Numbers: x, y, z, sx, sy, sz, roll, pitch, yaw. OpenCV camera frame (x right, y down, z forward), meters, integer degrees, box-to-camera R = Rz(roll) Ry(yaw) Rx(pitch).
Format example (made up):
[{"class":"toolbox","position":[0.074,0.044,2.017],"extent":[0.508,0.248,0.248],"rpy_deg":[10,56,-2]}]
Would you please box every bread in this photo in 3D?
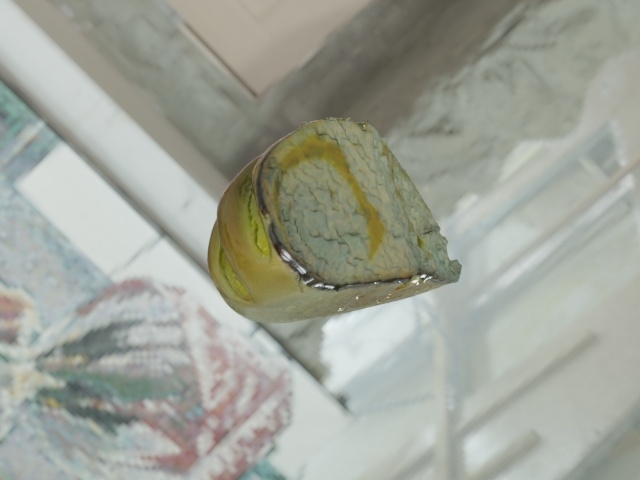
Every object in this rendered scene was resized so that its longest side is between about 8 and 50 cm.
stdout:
[{"class":"bread","position":[0.000,0.000,0.722],"extent":[0.157,0.083,0.094],"rpy_deg":[-8,157,-48]}]
